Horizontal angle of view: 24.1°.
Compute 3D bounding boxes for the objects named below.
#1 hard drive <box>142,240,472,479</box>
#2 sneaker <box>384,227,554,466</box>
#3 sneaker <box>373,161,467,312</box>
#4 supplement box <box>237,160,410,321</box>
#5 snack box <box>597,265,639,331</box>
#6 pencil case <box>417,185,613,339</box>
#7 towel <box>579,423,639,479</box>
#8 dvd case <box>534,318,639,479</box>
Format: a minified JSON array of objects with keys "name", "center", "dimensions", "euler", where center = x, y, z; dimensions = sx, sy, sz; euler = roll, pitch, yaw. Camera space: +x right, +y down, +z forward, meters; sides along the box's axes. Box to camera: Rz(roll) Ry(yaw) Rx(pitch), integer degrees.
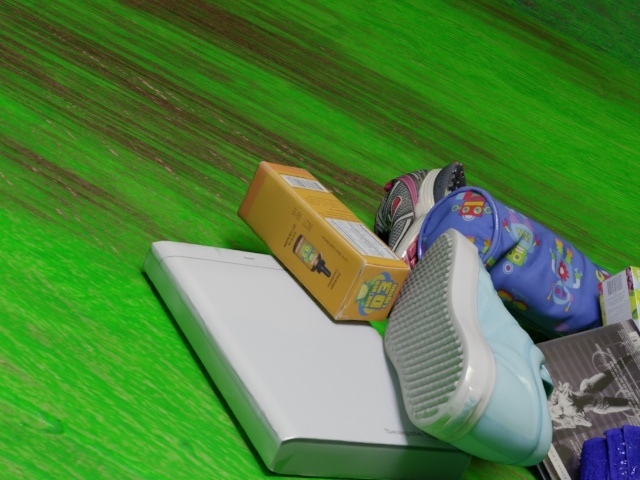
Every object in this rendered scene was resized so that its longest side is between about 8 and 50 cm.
[{"name":"hard drive","center":[-0.021,0.121,1.572],"dimensions":[0.233,0.047,0.353],"euler":[9,27,-34]},{"name":"sneaker","center":[0.163,0.122,1.573],"dimensions":[0.150,0.135,0.366],"euler":[34,24,-16]},{"name":"sneaker","center":[0.116,0.006,1.909],"dimensions":[0.112,0.120,0.299],"euler":[-6,26,20]},{"name":"supplement box","center":[0.000,0.000,1.704],"dimensions":[0.080,0.078,0.233],"euler":[10,25,-39]},{"name":"snack box","center":[0.431,0.149,1.809],"dimensions":[0.175,0.070,0.207],"euler":[12,60,-29]},{"name":"pencil case","center":[0.253,0.048,1.835],"dimensions":[0.306,0.119,0.133],"euler":[29,52,-39]},{"name":"towel","center":[0.360,0.298,1.448],"dimensions":[0.228,0.076,0.308],"euler":[15,29,5]},{"name":"dvd case","center":[0.303,0.180,1.659],"dimensions":[0.221,0.018,0.164],"euler":[-11,63,-33]}]
